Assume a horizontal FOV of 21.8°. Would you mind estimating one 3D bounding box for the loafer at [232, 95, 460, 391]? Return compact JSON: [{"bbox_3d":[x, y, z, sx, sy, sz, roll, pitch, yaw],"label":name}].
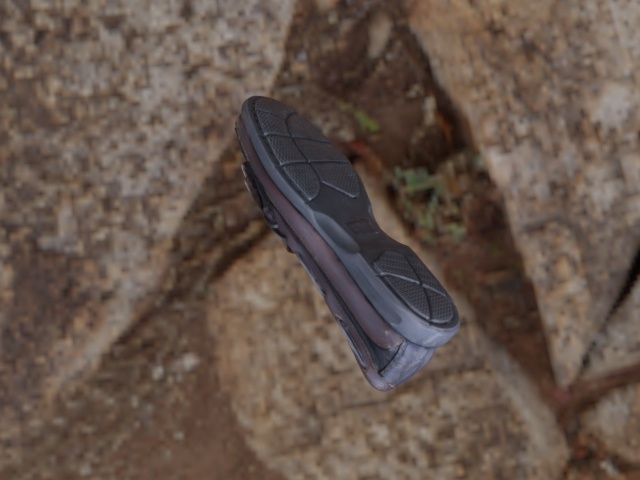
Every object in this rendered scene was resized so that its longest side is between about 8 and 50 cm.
[{"bbox_3d":[0.000,0.000,1.444,0.109,0.302,0.095,2,132,-47],"label":"loafer"}]
